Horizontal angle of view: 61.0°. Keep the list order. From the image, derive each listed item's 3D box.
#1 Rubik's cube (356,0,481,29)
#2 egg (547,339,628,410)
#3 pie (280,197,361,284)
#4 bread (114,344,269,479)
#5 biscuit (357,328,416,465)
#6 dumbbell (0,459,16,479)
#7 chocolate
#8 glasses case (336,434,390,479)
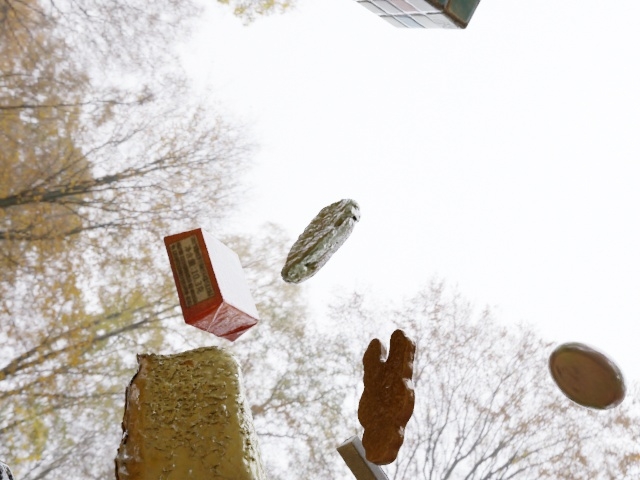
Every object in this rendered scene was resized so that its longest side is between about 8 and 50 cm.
[{"bbox_3d":[0.167,-0.559,0.986,0.259,0.256,0.253,-64,-149,9],"label":"Rubik's cube"},{"bbox_3d":[0.450,0.228,0.921,0.135,0.103,0.103,37,-61,10],"label":"egg"},{"bbox_3d":[0.000,0.001,1.377,0.105,0.274,0.257,42,-14,-2],"label":"pie"},{"bbox_3d":[-0.229,0.396,1.017,0.248,0.315,0.279,-12,-59,-4],"label":"bread"},{"bbox_3d":[0.148,0.346,1.211,0.186,0.044,0.295,-37,-145,51],"label":"biscuit"},{"bbox_3d":[-0.450,0.277,0.600,0.185,0.185,0.388,47,-40,18],"label":"dumbbell"},{"bbox_3d":[-0.261,0.108,1.330,0.107,0.235,0.238,-26,-118,9],"label":"chocolate"},{"bbox_3d":[0.127,0.588,1.358,0.205,0.047,0.071,55,-47,9],"label":"glasses case"}]
